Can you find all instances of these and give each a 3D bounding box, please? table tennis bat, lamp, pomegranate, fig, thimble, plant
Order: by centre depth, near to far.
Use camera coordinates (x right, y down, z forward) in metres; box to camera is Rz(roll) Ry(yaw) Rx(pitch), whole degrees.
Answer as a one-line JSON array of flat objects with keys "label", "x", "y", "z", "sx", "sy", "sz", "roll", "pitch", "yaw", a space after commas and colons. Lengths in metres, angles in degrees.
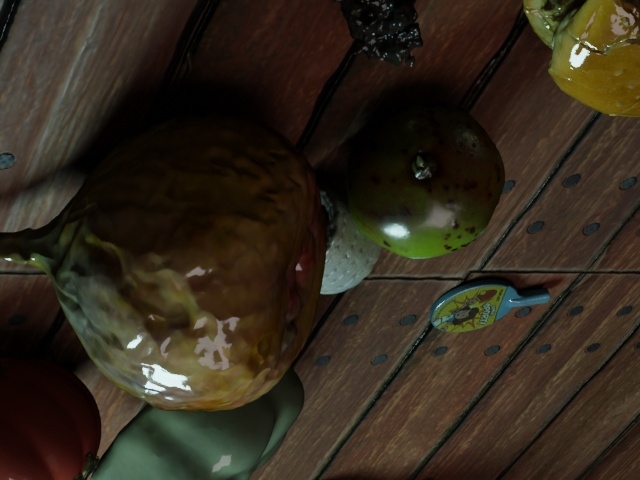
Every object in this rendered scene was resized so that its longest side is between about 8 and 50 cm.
[{"label": "plant", "x": 0.040, "y": -0.221, "z": 1.388, "sx": 0.087, "sy": 0.085, "sz": 0.174, "roll": -47, "pitch": 140, "yaw": -5}, {"label": "fig", "x": -0.184, "y": 0.004, "z": 1.492, "sx": 0.368, "sy": 0.286, "sz": 0.286, "roll": 13, "pitch": 145, "yaw": 7}, {"label": "pomegranate", "x": 0.109, "y": -0.053, "z": 1.599, "sx": 0.159, "sy": 0.159, "sz": 0.205, "roll": -22, "pitch": 156, "yaw": 2}, {"label": "thimble", "x": 0.000, "y": 0.000, "z": 1.651, "sx": 0.115, "sy": 0.102, "sz": 0.090, "roll": -8, "pitch": 159, "yaw": 38}, {"label": "lamp", "x": -0.343, "y": 0.222, "z": 1.691, "sx": 0.227, "sy": 0.227, "sz": 0.227, "roll": -15, "pitch": 146, "yaw": -10}, {"label": "table tennis bat", "x": 0.208, "y": 0.078, "z": 1.949, "sx": 0.155, "sy": 0.019, "sz": 0.100, "roll": -7, "pitch": 143, "yaw": -17}]

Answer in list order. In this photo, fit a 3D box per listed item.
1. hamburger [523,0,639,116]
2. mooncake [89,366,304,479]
[{"label": "hamburger", "x": 0.300, "y": -0.190, "z": 1.509, "sx": 0.283, "sy": 0.144, "sz": 0.156, "roll": 13, "pitch": 134, "yaw": -44}, {"label": "mooncake", "x": -0.134, "y": 0.235, "z": 1.802, "sx": 0.275, "sy": 0.135, "sz": 0.275, "roll": -47, "pitch": 170, "yaw": -10}]
